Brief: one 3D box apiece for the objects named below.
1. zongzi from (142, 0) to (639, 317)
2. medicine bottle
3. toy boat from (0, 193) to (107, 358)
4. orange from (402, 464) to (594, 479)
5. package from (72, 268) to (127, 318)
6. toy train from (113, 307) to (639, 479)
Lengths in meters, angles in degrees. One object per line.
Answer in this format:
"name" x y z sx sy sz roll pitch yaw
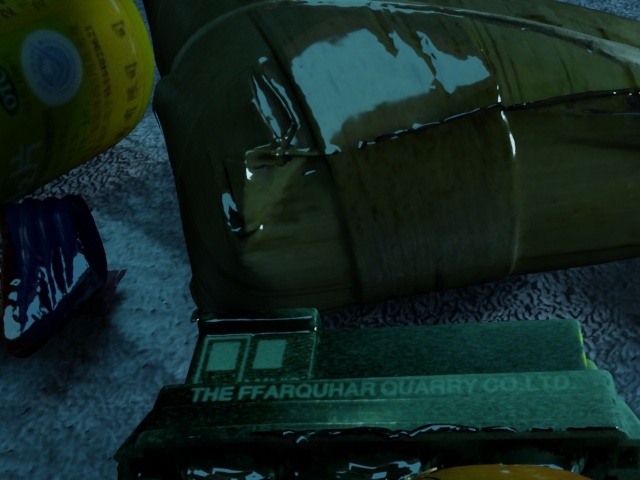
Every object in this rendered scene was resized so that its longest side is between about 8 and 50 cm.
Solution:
"zongzi" 0.108 -0.183 0.879 0.500 0.218 0.467 -9 62 -8
"medicine bottle" -0.347 -0.124 1.000 0.224 0.224 0.384 15 32 28
"toy boat" -0.311 0.046 0.911 0.318 0.072 0.219 -15 33 20
"orange" 0.076 0.210 0.497 0.234 0.182 0.234 -23 40 22
"package" -0.208 0.045 0.936 0.083 0.029 0.059 -2 40 16
"toy train" 0.041 0.123 0.686 0.330 0.138 0.178 -3 32 8
